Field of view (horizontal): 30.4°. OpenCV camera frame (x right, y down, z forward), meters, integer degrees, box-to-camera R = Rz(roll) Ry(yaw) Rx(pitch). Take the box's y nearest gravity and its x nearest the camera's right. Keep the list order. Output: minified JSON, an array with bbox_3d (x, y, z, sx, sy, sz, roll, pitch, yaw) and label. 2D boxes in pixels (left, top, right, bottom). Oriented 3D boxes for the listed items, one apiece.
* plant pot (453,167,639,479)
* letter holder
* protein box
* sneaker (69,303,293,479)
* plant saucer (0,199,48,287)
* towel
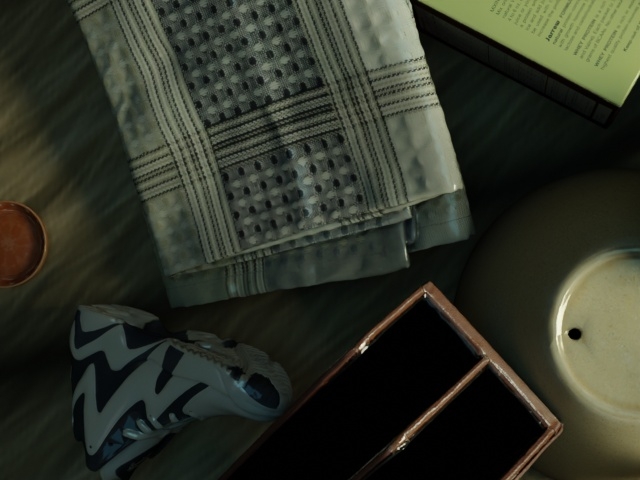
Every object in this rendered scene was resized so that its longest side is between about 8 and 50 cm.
[{"bbox_3d":[0.246,0.072,0.947,0.284,0.191,0.284,-1,86,8],"label":"plant pot"},{"bbox_3d":[-0.001,0.207,0.899,0.152,0.214,0.302,48,128,8],"label":"letter holder"},{"bbox_3d":[0.207,-0.235,0.999,0.201,0.136,0.200,30,92,9],"label":"protein box"},{"bbox_3d":[-0.134,0.156,1.034,0.235,0.094,0.153,16,98,25],"label":"sneaker"},{"bbox_3d":[-0.299,0.004,1.122,0.083,0.013,0.083,0,87,8],"label":"plant saucer"},{"bbox_3d":[-0.050,-0.111,0.996,0.312,0.056,0.324,-14,99,25],"label":"towel"}]
